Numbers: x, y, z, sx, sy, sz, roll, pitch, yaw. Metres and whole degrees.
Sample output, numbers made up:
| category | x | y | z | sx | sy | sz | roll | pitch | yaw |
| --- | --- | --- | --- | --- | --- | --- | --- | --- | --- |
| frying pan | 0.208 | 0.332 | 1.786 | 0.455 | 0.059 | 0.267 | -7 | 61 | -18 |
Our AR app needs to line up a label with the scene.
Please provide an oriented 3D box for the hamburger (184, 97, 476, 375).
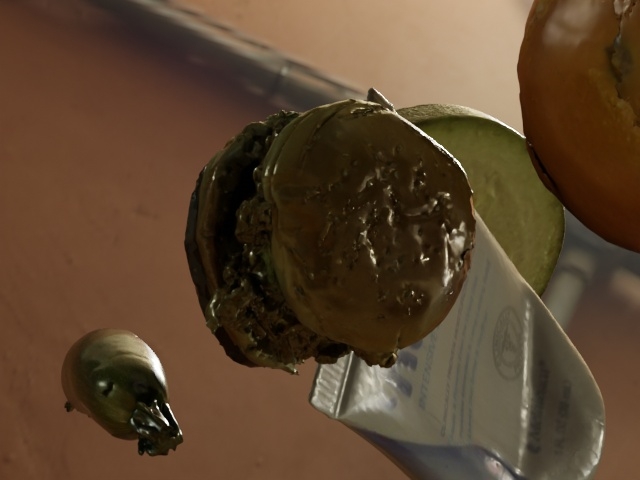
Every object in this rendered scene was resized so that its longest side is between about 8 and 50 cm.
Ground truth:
| category | x | y | z | sx | sy | sz | roll | pitch | yaw |
| --- | --- | --- | --- | --- | --- | --- | --- | --- | --- |
| hamburger | 0.000 | 0.000 | 0.996 | 0.185 | 0.131 | 0.159 | -37 | -66 | -35 |

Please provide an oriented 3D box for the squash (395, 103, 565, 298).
| category | x | y | z | sx | sy | sz | roll | pitch | yaw |
| --- | --- | --- | --- | --- | --- | --- | --- | --- | --- |
| squash | 0.096 | 0.005 | 1.521 | 0.252 | 0.252 | 0.049 | -3 | -158 | -21 |

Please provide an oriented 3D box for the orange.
| category | x | y | z | sx | sy | sz | roll | pitch | yaw |
| --- | --- | --- | --- | --- | --- | --- | --- | --- | --- |
| orange | 0.248 | -0.103 | 1.130 | 0.246 | 0.246 | 0.246 | 10 | -131 | -11 |

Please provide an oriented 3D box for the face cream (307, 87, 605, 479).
| category | x | y | z | sx | sy | sz | roll | pitch | yaw |
| --- | --- | --- | --- | --- | --- | --- | --- | --- | --- |
| face cream | 0.102 | 0.090 | 1.315 | 0.137 | 0.420 | 0.235 | -1 | -117 | 29 |

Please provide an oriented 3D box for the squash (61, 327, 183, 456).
| category | x | y | z | sx | sy | sz | roll | pitch | yaw |
| --- | --- | --- | --- | --- | --- | --- | --- | --- | --- |
| squash | -0.160 | 0.108 | 1.353 | 0.071 | 0.318 | 0.080 | -35 | -80 | -13 |
